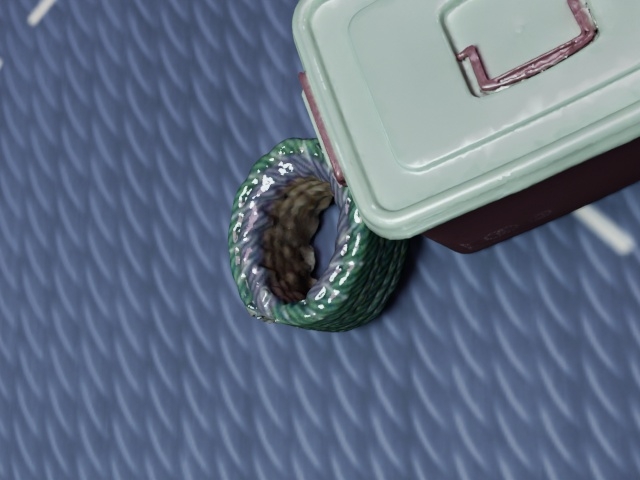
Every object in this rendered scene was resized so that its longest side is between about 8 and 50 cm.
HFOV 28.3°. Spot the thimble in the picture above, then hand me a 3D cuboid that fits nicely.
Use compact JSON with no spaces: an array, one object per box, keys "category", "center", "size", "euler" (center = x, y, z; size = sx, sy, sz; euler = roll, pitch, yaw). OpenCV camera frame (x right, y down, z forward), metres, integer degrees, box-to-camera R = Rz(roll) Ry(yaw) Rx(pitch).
[{"category":"thimble","center":[0.002,-0.002,0.917],"size":[0.119,0.090,0.135],"euler":[0,82,33]}]

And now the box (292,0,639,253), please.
[{"category":"box","center":[0.150,-0.116,0.847],"size":[0.294,0.167,0.193],"euler":[-26,68,16]}]
